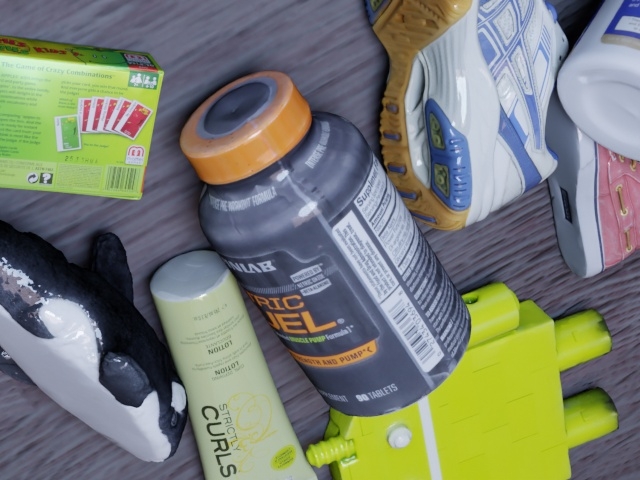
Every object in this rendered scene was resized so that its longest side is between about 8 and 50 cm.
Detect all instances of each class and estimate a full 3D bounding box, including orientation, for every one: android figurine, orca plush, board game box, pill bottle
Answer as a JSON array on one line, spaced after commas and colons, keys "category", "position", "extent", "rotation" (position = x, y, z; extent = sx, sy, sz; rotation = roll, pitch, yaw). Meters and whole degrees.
[{"category": "android figurine", "position": [0.118, 0.154, 1.088], "extent": [0.272, 0.056, 0.248], "rotation": [-18, 120, -14]}, {"category": "orca plush", "position": [-0.184, 0.033, 0.904], "extent": [0.287, 0.151, 0.102], "rotation": [39, 60, -18]}, {"category": "board game box", "position": [-0.201, -0.083, 0.855], "extent": [0.181, 0.043, 0.092], "rotation": [4, 112, -23]}, {"category": "pill bottle", "position": [0.256, -0.157, 0.928], "extent": [0.112, 0.112, 0.187], "rotation": [47, 65, -32]}, {"category": "pill bottle", "position": [0.000, 0.000, 0.923], "extent": [0.130, 0.130, 0.246], "rotation": [-35, 121, -2]}]

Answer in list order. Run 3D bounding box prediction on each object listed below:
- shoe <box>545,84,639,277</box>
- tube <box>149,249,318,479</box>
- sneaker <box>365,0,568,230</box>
[{"category": "shoe", "position": [0.224, -0.056, 1.024], "extent": [0.081, 0.063, 0.178], "rotation": [-23, 126, -11]}, {"category": "tube", "position": [-0.066, 0.119, 0.999], "extent": [0.070, 0.062, 0.240], "rotation": [1, 127, 21]}, {"category": "sneaker", "position": [0.108, -0.159, 0.919], "extent": [0.131, 0.112, 0.296], "rotation": [-21, 124, -30]}]
